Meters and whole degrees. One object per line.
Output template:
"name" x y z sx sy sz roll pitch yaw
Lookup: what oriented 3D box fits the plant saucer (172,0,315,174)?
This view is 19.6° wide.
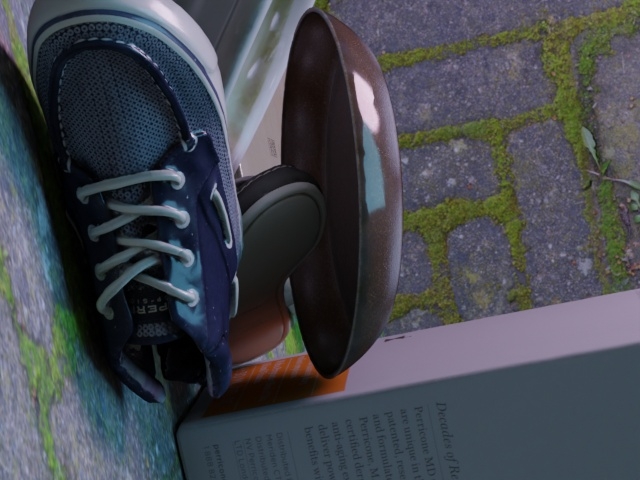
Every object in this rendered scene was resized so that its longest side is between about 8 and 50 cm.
"plant saucer" -0.080 -0.179 1.534 0.400 0.100 0.400 25 90 -89

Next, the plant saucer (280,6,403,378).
"plant saucer" 0.018 -0.040 1.550 0.310 0.050 0.310 177 -90 -79

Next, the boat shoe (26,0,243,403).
"boat shoe" -0.116 -0.020 1.263 0.340 0.127 0.158 69 15 -55

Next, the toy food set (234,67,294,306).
"toy food set" -0.091 -0.085 1.905 0.220 0.092 0.306 17 60 -70

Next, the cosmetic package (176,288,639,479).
"cosmetic package" 0.123 0.168 1.602 0.230 0.453 0.161 -66 145 -81

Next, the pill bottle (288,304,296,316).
"pill bottle" 0.000 0.000 2.416 0.108 0.108 0.193 70 11 -57

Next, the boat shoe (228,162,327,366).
"boat shoe" -0.072 0.008 1.573 0.095 0.112 0.335 61 -19 19
